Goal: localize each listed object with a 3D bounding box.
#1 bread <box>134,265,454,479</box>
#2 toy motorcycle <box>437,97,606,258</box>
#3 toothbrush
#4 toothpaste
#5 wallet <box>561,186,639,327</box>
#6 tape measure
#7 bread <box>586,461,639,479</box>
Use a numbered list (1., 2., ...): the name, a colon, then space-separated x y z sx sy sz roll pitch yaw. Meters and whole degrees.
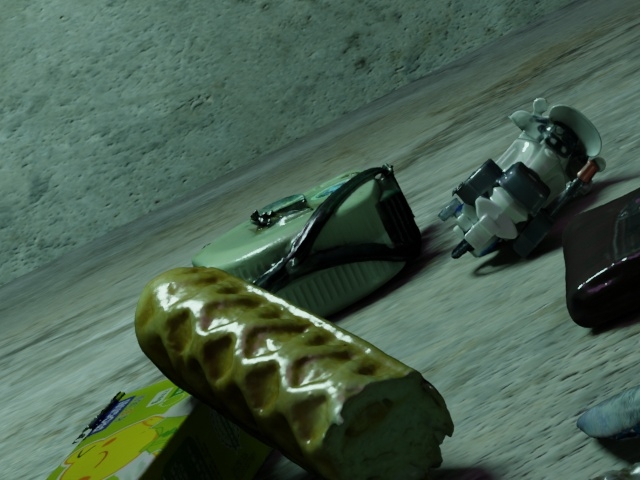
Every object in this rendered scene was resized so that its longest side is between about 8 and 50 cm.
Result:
1. bread: -0.030 0.083 1.056 0.098 0.087 0.269 -13 23 -32
2. toy motorcycle: 0.180 -0.051 1.472 0.150 0.102 0.221 -44 0 20
3. toothbrush: 0.181 0.064 0.752 0.035 0.042 0.413 -16 -11 -11
4. toothpaste: -0.127 0.175 1.085 0.110 0.077 0.327 -20 11 19
5. wallet: 0.260 -0.013 1.206 0.182 0.049 0.229 -25 8 12
6. tape measure: 0.000 0.000 1.576 0.235 0.115 0.207 -27 8 -9
7. bread: 0.217 0.104 0.526 0.416 0.113 0.165 -22 9 23
